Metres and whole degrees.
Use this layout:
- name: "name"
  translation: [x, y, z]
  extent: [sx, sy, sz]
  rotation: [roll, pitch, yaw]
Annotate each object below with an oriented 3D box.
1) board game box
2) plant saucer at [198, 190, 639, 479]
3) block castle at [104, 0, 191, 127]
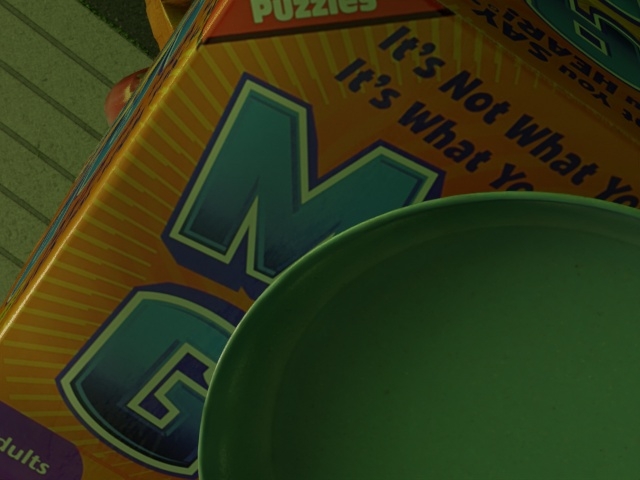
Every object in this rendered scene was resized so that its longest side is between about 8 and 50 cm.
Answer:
- name: "board game box"
  translation: [0.050, -0.009, 0.802]
  extent: [0.356, 0.356, 0.356]
  rotation: [-51, 13, 26]
- name: "plant saucer"
  translation: [0.100, 0.118, 0.613]
  extent: [0.317, 0.318, 0.043]
  rotation: [-56, 0, 28]
- name: "block castle"
  translation: [-0.041, -0.271, 1.447]
  extent: [0.213, 0.453, 0.303]
  rotation: [-28, 77, 56]
